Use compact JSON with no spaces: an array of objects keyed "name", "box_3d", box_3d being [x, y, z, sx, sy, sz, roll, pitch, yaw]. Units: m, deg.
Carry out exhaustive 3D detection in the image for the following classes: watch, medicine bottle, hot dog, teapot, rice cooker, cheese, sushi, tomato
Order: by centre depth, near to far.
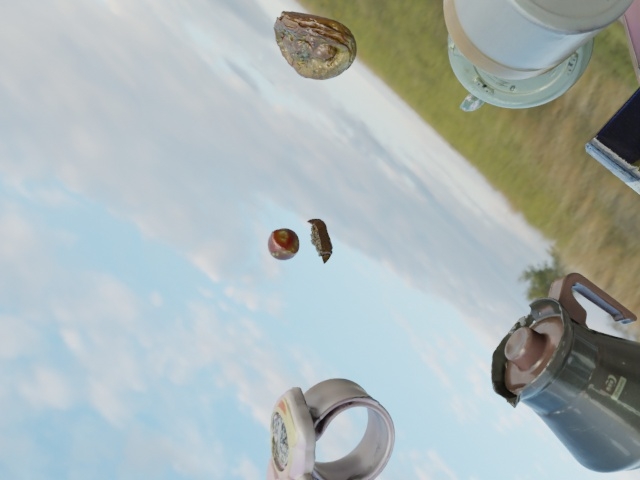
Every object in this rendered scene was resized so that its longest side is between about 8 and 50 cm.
[{"name":"medicine bottle","box_3d":[0.335,-0.393,1.290,0.238,0.238,0.232,43,169,-3]},{"name":"watch","box_3d":[0.023,0.390,1.556,0.218,0.248,0.211,0,-169,-21]},{"name":"rice cooker","box_3d":[0.385,-0.424,1.632,0.288,0.288,0.277,38,-143,-20]},{"name":"teapot","box_3d":[0.572,0.274,1.811,0.362,0.376,0.305,33,152,-16]},{"name":"cheese","box_3d":[0.379,-0.337,1.986,0.121,0.067,0.026,-23,-117,-30]},{"name":"tomato","box_3d":[-0.096,0.008,2.147,0.087,0.087,0.075,53,169,35]},{"name":"hot dog","box_3d":[-0.021,-0.533,2.270,0.272,0.122,0.196,32,154,46]},{"name":"sushi","box_3d":[0.000,0.000,2.278,0.052,0.055,0.120,14,123,64]}]

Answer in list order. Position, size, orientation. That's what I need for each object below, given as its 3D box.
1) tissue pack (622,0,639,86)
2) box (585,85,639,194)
[{"name":"tissue pack","box_3d":[0.721,-0.415,1.818,0.148,0.092,0.246,53,-150,-46]},{"name":"box","box_3d":[0.543,-0.118,1.225,0.259,0.168,0.071,42,-179,12]}]
